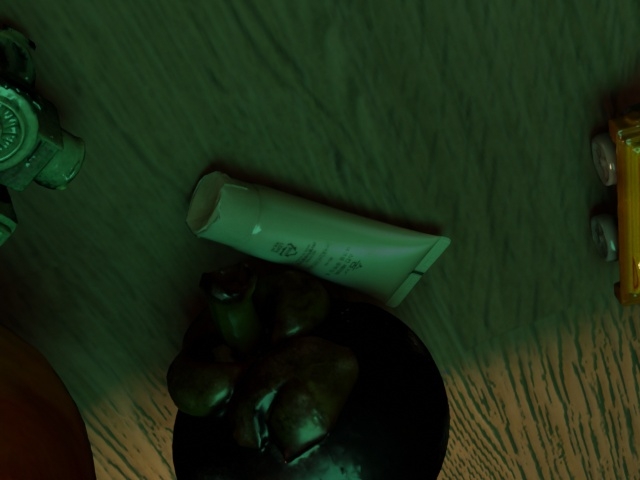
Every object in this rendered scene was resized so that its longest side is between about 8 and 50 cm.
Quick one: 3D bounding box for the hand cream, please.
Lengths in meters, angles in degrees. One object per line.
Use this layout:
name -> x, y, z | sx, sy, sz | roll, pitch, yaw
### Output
hand cream -> 0.000, 0.000, 0.887 | 0.205, 0.050, 0.078 | 18, 121, -33

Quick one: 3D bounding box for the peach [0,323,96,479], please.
peach -> -0.326, 0.195, 0.705 | 0.388, 0.388, 0.388 | -8, 130, -10

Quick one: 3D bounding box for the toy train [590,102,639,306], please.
toy train -> 0.265, -0.018, 0.896 | 0.089, 0.127, 0.219 | -15, 130, -4

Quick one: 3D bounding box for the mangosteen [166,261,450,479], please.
mangosteen -> -0.023, 0.116, 0.881 | 0.211, 0.211, 0.250 | -29, 119, 8

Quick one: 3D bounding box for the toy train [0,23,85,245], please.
toy train -> -0.269, -0.086, 0.700 | 0.154, 0.115, 0.269 | -42, 133, 19
